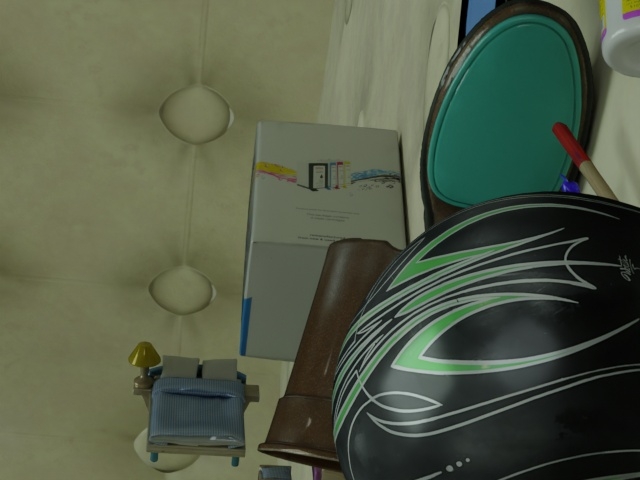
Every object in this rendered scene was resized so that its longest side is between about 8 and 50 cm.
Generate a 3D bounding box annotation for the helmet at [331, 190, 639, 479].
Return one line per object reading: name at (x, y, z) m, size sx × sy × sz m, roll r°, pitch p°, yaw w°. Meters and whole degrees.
helmet at (0.086, 0.061, 0.587) m, size 0.169 × 0.161 × 0.169 m, roll -175°, pitch 90°, yaw -85°

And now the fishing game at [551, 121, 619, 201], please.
fishing game at (0.128, 0.081, 0.809) m, size 0.189 × 0.041 × 0.264 m, roll -110°, pitch 28°, yaw -56°

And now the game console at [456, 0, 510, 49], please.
game console at (0.136, -0.269, 1.076) m, size 0.213 × 0.044 × 0.361 m, roll -150°, pitch 64°, yaw -85°

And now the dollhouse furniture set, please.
dollhouse furniture set at (-0.102, 0.187, 1.904) m, size 0.286 × 0.303 × 0.198 m, roll -97°, pitch 12°, yaw -69°

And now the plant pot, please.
plant pot at (0.051, 0.093, 1.100) m, size 0.167 × 0.167 × 0.165 m, roll 116°, pitch 166°, yaw -77°

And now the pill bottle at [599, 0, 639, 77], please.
pill bottle at (0.153, -0.122, 0.700) m, size 0.043 × 0.043 × 0.083 m, roll 104°, pitch 170°, yaw -62°

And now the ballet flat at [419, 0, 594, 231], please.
ballet flat at (0.106, -0.024, 0.913) m, size 0.096 × 0.095 × 0.280 m, roll -68°, pitch -13°, yaw -62°

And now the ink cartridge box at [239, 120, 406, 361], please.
ink cartridge box at (0.000, 0.000, 1.673) m, size 0.232 × 0.168 × 0.171 m, roll -90°, pitch 6°, yaw -52°
